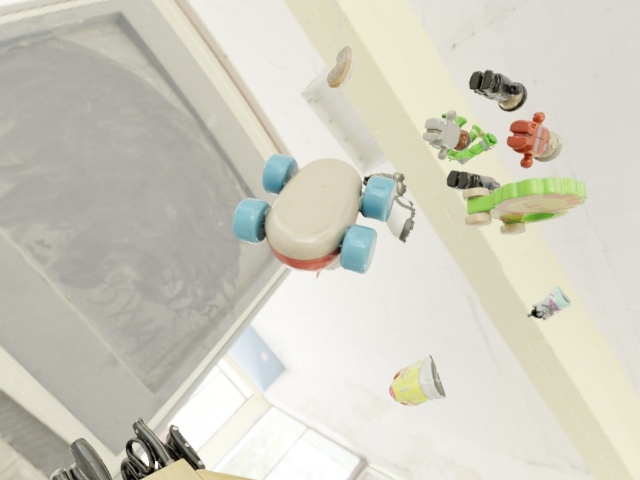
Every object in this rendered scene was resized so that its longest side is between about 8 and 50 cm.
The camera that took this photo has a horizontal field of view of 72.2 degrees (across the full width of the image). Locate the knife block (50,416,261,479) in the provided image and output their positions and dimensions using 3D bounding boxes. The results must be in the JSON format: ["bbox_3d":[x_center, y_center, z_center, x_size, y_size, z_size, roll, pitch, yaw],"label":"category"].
[{"bbox_3d":[-0.176,0.306,0.440,0.242,0.088,0.275,16,14,-12],"label":"knife block"}]

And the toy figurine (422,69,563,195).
[{"bbox_3d":[0.333,-0.201,0.866,0.209,0.148,0.213,-45,-124,38],"label":"toy figurine"}]

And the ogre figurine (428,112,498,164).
[{"bbox_3d":[0.404,-0.297,1.291,0.197,0.118,0.097,44,3,18],"label":"ogre figurine"}]

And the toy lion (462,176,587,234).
[{"bbox_3d":[0.183,-0.032,0.384,0.096,0.100,0.034,-13,-107,49],"label":"toy lion"}]

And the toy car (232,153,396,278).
[{"bbox_3d":[0.000,0.000,0.773,0.219,0.210,0.238,15,-34,16],"label":"toy car"}]

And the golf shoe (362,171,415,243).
[{"bbox_3d":[0.128,-0.067,0.866,0.094,0.198,0.077,8,-53,-10],"label":"golf shoe"}]

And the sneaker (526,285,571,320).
[{"bbox_3d":[0.377,0.109,0.732,0.069,0.098,0.038,-41,-113,22],"label":"sneaker"}]

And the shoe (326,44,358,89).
[{"bbox_3d":[0.071,-0.479,1.235,0.077,0.219,0.058,-25,-55,34],"label":"shoe"}]

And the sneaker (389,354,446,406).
[{"bbox_3d":[0.171,0.259,0.798,0.208,0.094,0.081,47,23,-65],"label":"sneaker"}]
